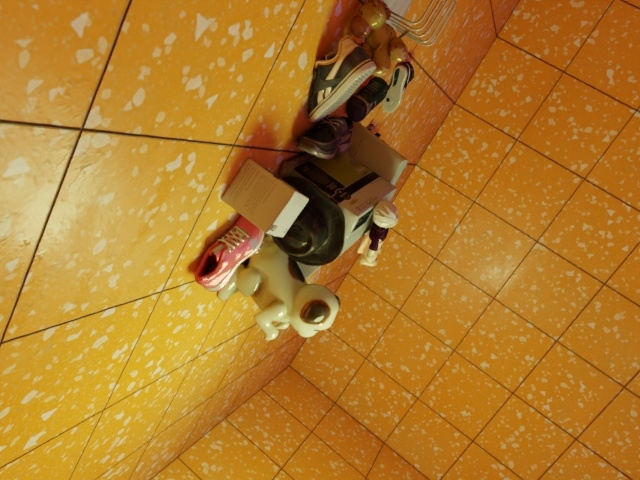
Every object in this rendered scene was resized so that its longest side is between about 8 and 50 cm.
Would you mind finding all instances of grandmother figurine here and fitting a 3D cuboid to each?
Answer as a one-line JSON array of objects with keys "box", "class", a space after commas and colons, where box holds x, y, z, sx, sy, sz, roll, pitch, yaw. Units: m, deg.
[{"box": [0.203, -0.026, 1.765, 0.342, 0.103, 0.208, 99, 4, -59], "class": "grandmother figurine"}]

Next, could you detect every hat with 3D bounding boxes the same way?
[{"box": [-0.086, -0.037, 1.615, 0.134, 0.331, 0.332, -39, 159, -51], "class": "hat"}]

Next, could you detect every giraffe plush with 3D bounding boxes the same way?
[{"box": [0.159, -0.609, 1.428, 0.210, 0.181, 0.170, -54, 136, -11], "class": "giraffe plush"}]

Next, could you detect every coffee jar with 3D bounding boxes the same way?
[{"box": [0.174, -0.529, 1.844, 0.184, 0.079, 0.096, -48, 167, -27], "class": "coffee jar"}]

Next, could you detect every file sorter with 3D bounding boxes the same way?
[{"box": [0.310, -0.762, 1.566, 0.193, 0.173, 0.277, -58, 166, 17], "class": "file sorter"}]

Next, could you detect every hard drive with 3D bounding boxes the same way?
[{"box": [0.184, -0.309, 1.929, 0.040, 0.307, 0.203, -2, 129, -47], "class": "hard drive"}]

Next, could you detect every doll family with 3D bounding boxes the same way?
[{"box": [0.232, -0.452, 2.220, 0.111, 0.076, 0.193, -52, 163, 9], "class": "doll family"}]

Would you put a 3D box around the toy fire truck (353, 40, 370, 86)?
[{"box": [0.129, -0.585, 1.639, 0.192, 0.047, 0.135, -30, 153, -57], "class": "toy fire truck"}]

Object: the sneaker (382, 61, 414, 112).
[{"box": [0.345, -0.655, 2.100, 0.121, 0.079, 0.217, -40, 158, -41], "class": "sneaker"}]

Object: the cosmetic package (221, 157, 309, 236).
[{"box": [-0.163, -0.124, 1.479, 0.152, 0.183, 0.151, -56, 166, 5], "class": "cosmetic package"}]

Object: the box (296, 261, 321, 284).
[{"box": [-0.085, 0.158, 2.139, 0.170, 0.091, 0.130, -41, 161, -22], "class": "box"}]

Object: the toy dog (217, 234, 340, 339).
[{"box": [-0.115, 0.202, 1.920, 0.396, 0.407, 0.284, -55, 166, 5], "class": "toy dog"}]

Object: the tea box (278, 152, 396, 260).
[{"box": [0.040, -0.153, 1.776, 0.329, 0.323, 0.220, -35, 159, -51], "class": "tea box"}]

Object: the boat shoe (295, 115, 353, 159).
[{"box": [0.020, -0.369, 1.675, 0.355, 0.132, 0.130, -44, 155, -64], "class": "boat shoe"}]

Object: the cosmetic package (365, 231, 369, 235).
[{"box": [0.157, -0.123, 2.190, 0.113, 0.309, 0.160, -56, -178, 6], "class": "cosmetic package"}]

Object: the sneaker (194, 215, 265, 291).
[{"box": [-0.288, 0.029, 1.575, 0.314, 0.115, 0.136, -55, 162, -3], "class": "sneaker"}]

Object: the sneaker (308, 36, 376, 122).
[{"box": [0.039, -0.480, 1.477, 0.126, 0.128, 0.321, -37, -177, -34], "class": "sneaker"}]
